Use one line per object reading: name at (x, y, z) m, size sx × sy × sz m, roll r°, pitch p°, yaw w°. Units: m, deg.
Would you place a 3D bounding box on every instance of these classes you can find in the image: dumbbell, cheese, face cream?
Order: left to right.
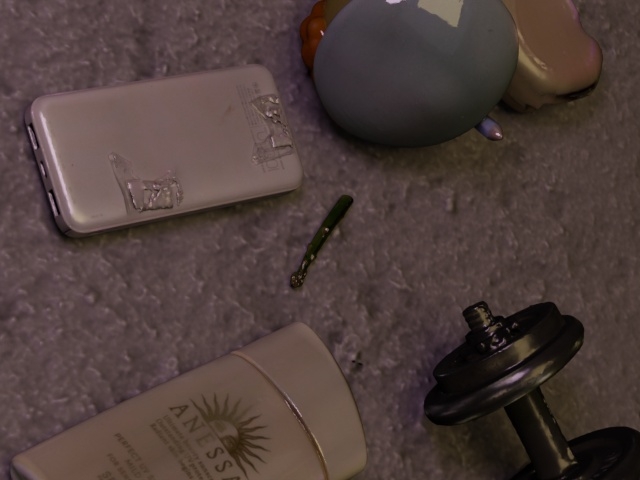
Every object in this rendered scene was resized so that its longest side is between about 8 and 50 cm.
face cream at (-0.105, 0.205, 1.575) m, size 0.348 × 0.081 × 0.173 m, roll -24°, pitch 67°, yaw -35°
cheese at (0.230, -0.289, 1.945) m, size 0.163 × 0.082 × 0.286 m, roll -16°, pitch 85°, yaw -36°
dumbbell at (0.226, 0.195, 1.745) m, size 0.192 × 0.192 × 0.290 m, roll -33°, pitch 97°, yaw -35°

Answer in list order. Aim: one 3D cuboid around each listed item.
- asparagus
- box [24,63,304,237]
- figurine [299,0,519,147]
asparagus at (0.000, 0.000, 1.753) m, size 0.018 × 0.015 × 0.127 m, roll 42°, pitch 58°, yaw -15°
box at (-0.149, -0.094, 1.664) m, size 0.285 × 0.044 × 0.142 m, roll -13°, pitch 82°, yaw -35°
figurine at (0.102, -0.295, 1.789) m, size 0.224 × 0.205 × 0.382 m, roll 9°, pitch 68°, yaw -14°
